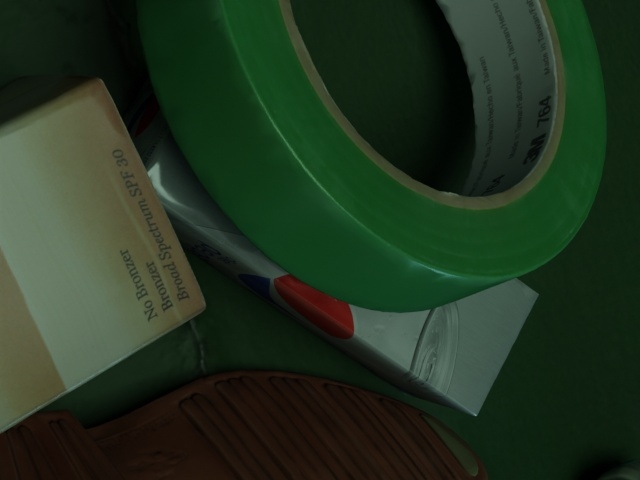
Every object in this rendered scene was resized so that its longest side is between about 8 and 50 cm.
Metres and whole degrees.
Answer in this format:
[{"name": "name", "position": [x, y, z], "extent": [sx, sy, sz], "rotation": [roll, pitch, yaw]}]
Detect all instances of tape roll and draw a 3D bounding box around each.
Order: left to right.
[{"name": "tape roll", "position": [0.040, -0.120, 0.894], "extent": [0.321, 0.077, 0.321], "rotation": [18, 61, -36]}]

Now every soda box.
[{"name": "soda box", "position": [0.000, 0.000, 0.945], "extent": [0.286, 0.091, 0.098], "rotation": [36, 77, -27]}]

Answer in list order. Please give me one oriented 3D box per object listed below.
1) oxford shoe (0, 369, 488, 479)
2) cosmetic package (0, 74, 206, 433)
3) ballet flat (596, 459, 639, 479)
[{"name": "oxford shoe", "position": [-0.074, 0.179, 0.920], "extent": [0.397, 0.140, 0.147], "rotation": [-1, 123, -32]}, {"name": "cosmetic package", "position": [-0.232, 0.039, 0.796], "extent": [0.296, 0.129, 0.153], "rotation": [-32, 110, -23]}, {"name": "ballet flat", "position": [0.242, 0.269, 1.121], "extent": [0.068, 0.072, 0.213], "rotation": [-20, 109, -58]}]
